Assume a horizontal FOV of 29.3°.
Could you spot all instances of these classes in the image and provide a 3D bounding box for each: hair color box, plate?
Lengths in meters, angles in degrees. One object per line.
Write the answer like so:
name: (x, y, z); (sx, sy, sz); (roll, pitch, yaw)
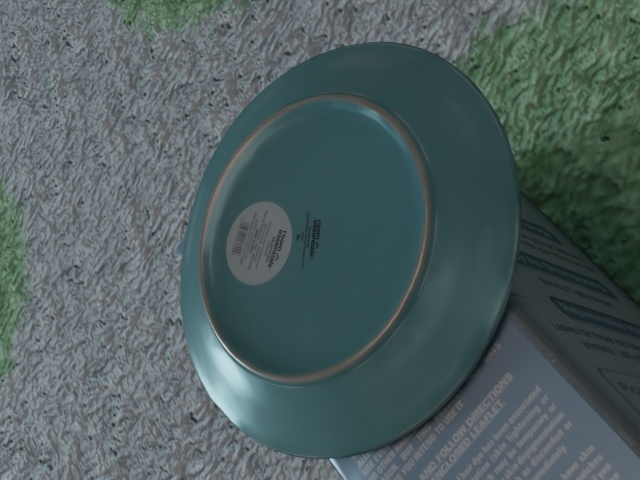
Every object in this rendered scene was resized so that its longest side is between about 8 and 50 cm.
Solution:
hair color box: (0.110, 0.094, 0.556); (0.113, 0.185, 0.374); (-53, 51, 17)
plate: (0.000, 0.000, 0.533); (0.188, 0.024, 0.188); (-11, 72, 36)
